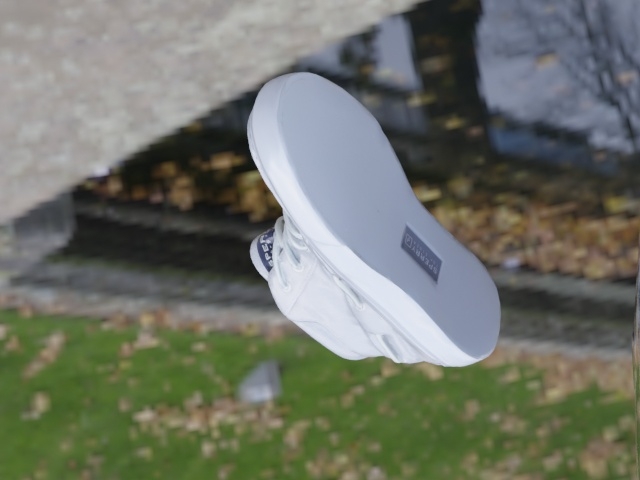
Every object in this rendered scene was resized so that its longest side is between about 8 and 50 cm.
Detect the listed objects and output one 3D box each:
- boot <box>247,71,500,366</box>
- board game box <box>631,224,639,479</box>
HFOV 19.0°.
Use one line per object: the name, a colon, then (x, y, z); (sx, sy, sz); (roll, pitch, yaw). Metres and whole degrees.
boot: (0.000, 0.000, 1.182); (0.123, 0.095, 0.258); (-7, 138, 35)
board game box: (0.206, 0.067, 1.112); (0.042, 0.165, 0.243); (0, 147, 7)
